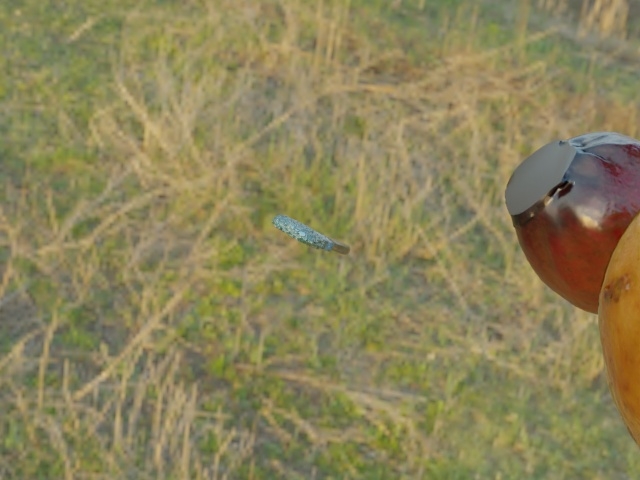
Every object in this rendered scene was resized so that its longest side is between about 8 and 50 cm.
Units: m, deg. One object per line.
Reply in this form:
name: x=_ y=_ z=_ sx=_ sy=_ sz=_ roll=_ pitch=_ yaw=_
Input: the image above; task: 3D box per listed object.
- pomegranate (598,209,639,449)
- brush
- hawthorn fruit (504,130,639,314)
pomegranate: x=0.447 y=0.091 z=1.086 sx=0.410 sy=0.410 sz=0.410 roll=7 pitch=24 yaw=-3
brush: x=0.000 y=0.000 z=1.646 sx=0.070 sy=0.021 sz=0.196 roll=30 pitch=3 yaw=24
hawthorn fruit: x=0.337 y=-0.008 z=1.500 sx=0.215 sy=0.250 sz=0.215 roll=-22 pitch=25 yaw=11
